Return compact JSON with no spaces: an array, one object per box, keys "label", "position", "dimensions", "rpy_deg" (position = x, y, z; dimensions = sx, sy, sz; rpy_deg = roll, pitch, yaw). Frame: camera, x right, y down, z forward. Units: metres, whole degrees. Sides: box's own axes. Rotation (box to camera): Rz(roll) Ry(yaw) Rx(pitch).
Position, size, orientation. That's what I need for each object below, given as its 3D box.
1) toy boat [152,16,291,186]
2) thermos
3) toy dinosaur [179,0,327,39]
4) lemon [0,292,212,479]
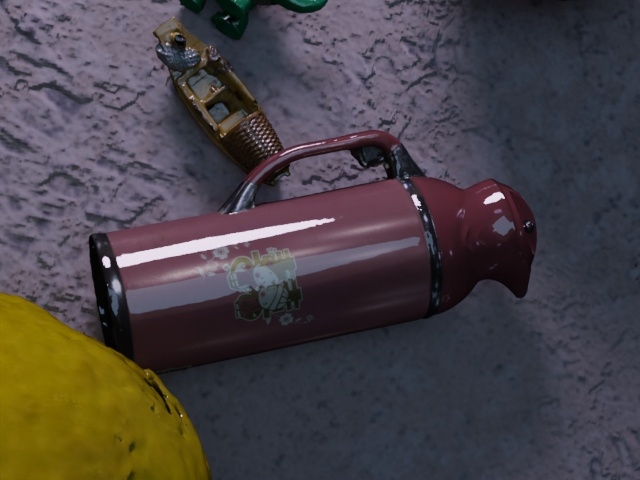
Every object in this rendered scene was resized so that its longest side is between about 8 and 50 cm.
[{"label":"toy boat","position":[-0.073,-0.104,1.113],"dimensions":[0.047,0.049,0.149],"rpy_deg":[-38,92,-13]},{"label":"thermos","position":[0.000,0.006,1.088],"dimensions":[0.330,0.109,0.136],"rpy_deg":[-11,65,-13]},{"label":"toy dinosaur","position":[-0.055,-0.211,1.130],"dimensions":[0.132,0.059,0.096],"rpy_deg":[30,72,1]},{"label":"lemon","position":[-0.245,0.194,0.886],"dimensions":[0.387,0.350,0.349],"rpy_deg":[15,80,10]}]
